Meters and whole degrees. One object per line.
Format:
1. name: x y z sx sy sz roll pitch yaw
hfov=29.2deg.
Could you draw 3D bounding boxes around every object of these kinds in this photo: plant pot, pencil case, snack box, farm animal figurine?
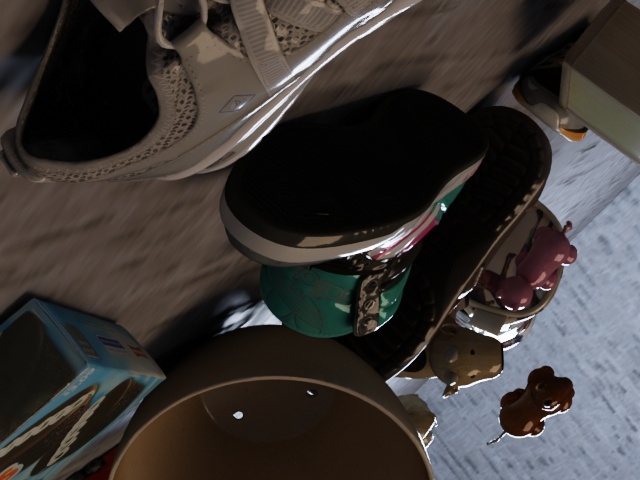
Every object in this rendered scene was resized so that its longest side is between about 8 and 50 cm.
1. plant pot: -0.047 0.188 1.134 0.284 0.284 0.191 -46 -158 19
2. pencil case: 0.243 0.063 1.741 0.183 0.160 0.410 -57 170 -8
3. snack box: -0.258 0.171 0.797 0.322 0.060 0.187 -41 169 0
4. farm animal figurine: 0.131 0.090 1.381 0.327 0.330 0.172 -16 -176 28

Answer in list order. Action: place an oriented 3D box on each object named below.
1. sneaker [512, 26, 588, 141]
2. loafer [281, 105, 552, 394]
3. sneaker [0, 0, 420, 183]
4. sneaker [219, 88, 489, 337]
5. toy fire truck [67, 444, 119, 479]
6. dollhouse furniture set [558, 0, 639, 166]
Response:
1. sneaker: 0.255 -0.164 1.189 0.083 0.084 0.215 -53 173 37
2. loafer: 0.108 0.023 1.242 0.366 0.134 0.130 -46 167 19
3. sneaker: -0.027 -0.102 0.443 0.115 0.105 0.281 -29 163 -46
4. sneaker: 0.000 0.000 0.879 0.295 0.124 0.178 -26 151 -55
5. toy fire truck: -0.236 0.271 1.255 0.192 0.047 0.135 -34 166 -36
6. dollhouse furniture set: 0.420 -0.203 1.000 0.394 0.256 0.362 -50 168 0
